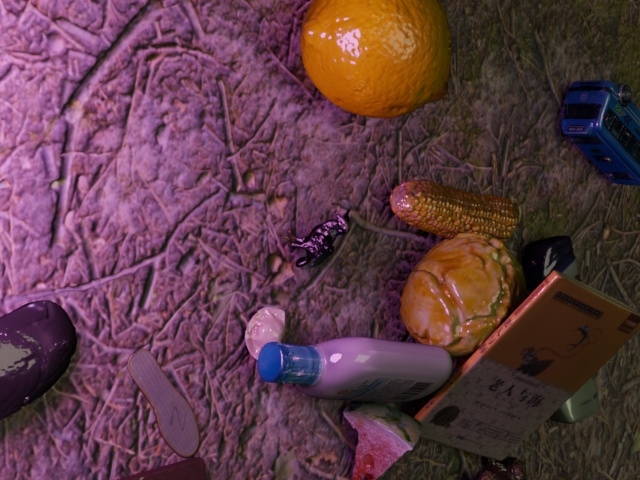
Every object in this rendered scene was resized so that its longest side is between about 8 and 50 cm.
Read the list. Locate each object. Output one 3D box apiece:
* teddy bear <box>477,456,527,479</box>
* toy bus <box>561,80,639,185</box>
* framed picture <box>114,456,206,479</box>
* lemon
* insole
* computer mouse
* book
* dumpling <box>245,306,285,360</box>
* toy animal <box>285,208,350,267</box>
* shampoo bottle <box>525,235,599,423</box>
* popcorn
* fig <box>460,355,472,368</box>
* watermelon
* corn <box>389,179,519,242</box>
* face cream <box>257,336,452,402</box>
[{"bbox_3d":[0.328,0.456,2.028,0.160,0.078,0.119,-19,80,-57],"label":"teddy bear"},{"bbox_3d":[0.596,-0.220,2.234,0.246,0.113,0.134,36,73,-37],"label":"toy bus"},{"bbox_3d":[-0.235,0.391,1.561,0.168,0.023,0.128,-8,96,-41],"label":"framed picture"},{"bbox_3d":[0.084,-0.310,1.712,0.253,0.228,0.228,26,73,-37],"label":"lemon"},{"bbox_3d":[-0.224,0.236,1.583,0.064,0.004,0.188,-43,117,-34],"label":"insole"},{"bbox_3d":[-0.395,0.154,1.388,0.217,0.073,0.122,-30,110,-36],"label":"computer mouse"},{"bbox_3d":[0.351,0.227,1.876,0.269,0.032,0.389,22,117,-38],"label":"book"},{"bbox_3d":[-0.085,0.144,1.686,0.052,0.057,0.076,-56,164,-67],"label":"dumpling"},{"bbox_3d":[0.000,0.000,1.718,0.220,0.108,0.062,-62,131,-67],"label":"toy animal"},{"bbox_3d":[0.465,0.177,2.141,0.134,0.078,0.359,-18,102,-36],"label":"shampoo bottle"},{"bbox_3d":[0.244,0.095,1.863,0.221,0.204,0.183,-45,129,-6],"label":"popcorn"},{"bbox_3d":[0.315,0.233,1.971,0.128,0.128,0.150,14,121,-40],"label":"fig"},{"bbox_3d":[0.113,0.346,1.816,0.098,0.121,0.158,-16,105,-62],"label":"watermelon"},{"bbox_3d":[0.238,-0.050,1.927,0.292,0.101,0.101,11,82,-42],"label":"corn"},{"bbox_3d":[0.048,0.203,1.724,0.337,0.163,0.080,10,58,-40],"label":"face cream"}]
